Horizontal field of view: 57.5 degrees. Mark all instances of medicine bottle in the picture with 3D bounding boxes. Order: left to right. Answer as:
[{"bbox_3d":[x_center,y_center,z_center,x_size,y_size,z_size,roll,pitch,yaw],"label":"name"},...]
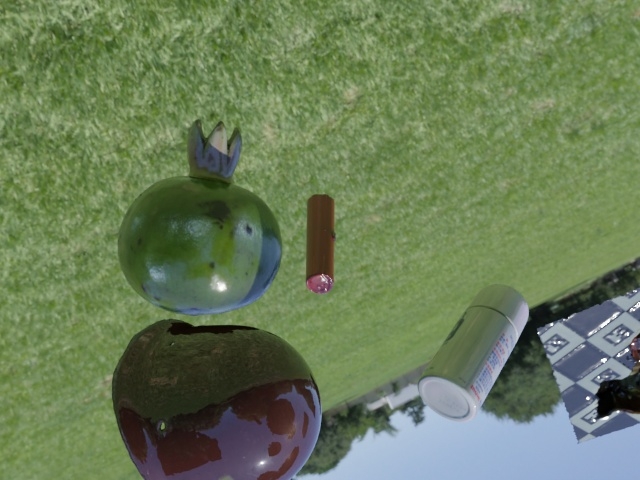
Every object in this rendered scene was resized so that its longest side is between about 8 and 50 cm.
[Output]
[{"bbox_3d":[0.343,0.222,1.254,0.341,0.130,0.130,-44,178,-37],"label":"medicine bottle"}]

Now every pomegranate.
[{"bbox_3d":[-0.134,-0.024,0.675,0.187,0.225,0.187,9,178,0],"label":"pomegranate"}]

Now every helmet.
[{"bbox_3d":[-0.060,0.121,0.443,0.106,0.155,0.175,-21,131,21],"label":"helmet"}]

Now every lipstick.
[{"bbox_3d":[0.000,0.001,1.380,0.073,0.279,0.073,0,136,0],"label":"lipstick"}]

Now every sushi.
[{"bbox_3d":[0.441,0.127,0.766,0.294,0.059,0.292,-22,126,10],"label":"sushi"}]
